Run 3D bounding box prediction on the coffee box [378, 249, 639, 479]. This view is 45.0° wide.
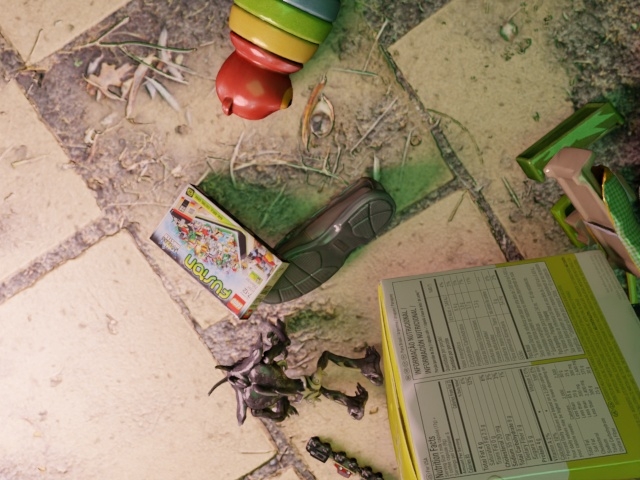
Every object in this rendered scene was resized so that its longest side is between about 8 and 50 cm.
[{"bbox_3d":[0.271,0.263,1.089,0.334,0.338,0.338,-8,134,0],"label":"coffee box"}]

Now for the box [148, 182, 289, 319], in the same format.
[{"bbox_3d":[-0.159,0.016,1.204,0.207,0.036,0.114,39,97,18],"label":"box"}]

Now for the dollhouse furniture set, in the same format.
[{"bbox_3d":[0.430,-0.077,1.115,0.151,0.301,0.198,-36,98,6],"label":"dollhouse furniture set"}]

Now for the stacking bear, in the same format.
[{"bbox_3d":[-0.061,-0.312,1.138,0.164,0.175,0.289,27,106,1],"label":"stacking bear"}]

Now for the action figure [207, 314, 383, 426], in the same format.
[{"bbox_3d":[-0.049,0.217,1.236,0.275,0.141,0.164,10,102,-19],"label":"action figure"}]

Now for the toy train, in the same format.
[{"bbox_3d":[0.044,0.387,1.322,0.158,0.027,0.036,31,101,-6],"label":"toy train"}]

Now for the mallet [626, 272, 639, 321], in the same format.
[{"bbox_3d":[0.505,0.058,1.279,0.062,0.039,0.190,-15,95,3],"label":"mallet"}]

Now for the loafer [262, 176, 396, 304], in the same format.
[{"bbox_3d":[0.000,0.000,1.239,0.267,0.084,0.096,-37,130,8],"label":"loafer"}]
